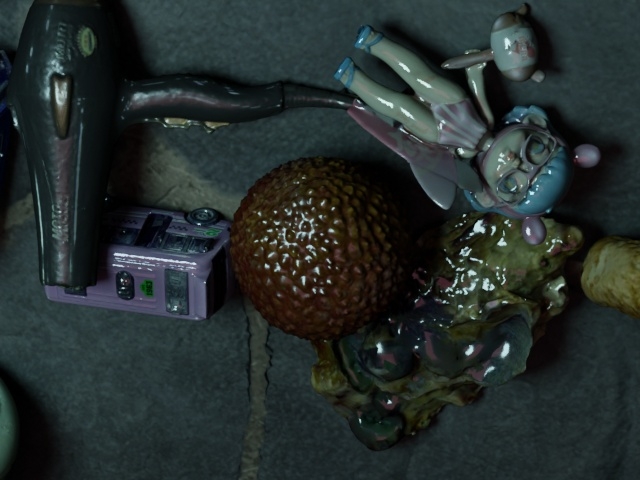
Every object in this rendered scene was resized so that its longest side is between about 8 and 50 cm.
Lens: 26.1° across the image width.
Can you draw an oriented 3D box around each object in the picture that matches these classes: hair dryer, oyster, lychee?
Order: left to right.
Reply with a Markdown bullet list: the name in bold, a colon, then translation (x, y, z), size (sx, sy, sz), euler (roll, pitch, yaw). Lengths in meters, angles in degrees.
- **hair dryer**: translation (-0.129, -0.099, 1.363), size (0.359, 0.120, 0.304), euler (-1, 97, -1)
- **lychee**: translation (-0.002, 0.005, 1.358), size (0.194, 0.194, 0.194), euler (6, 122, 10)
- **oyster**: translation (0.138, 0.103, 1.449), size (0.361, 0.096, 0.221), euler (-24, 120, 27)

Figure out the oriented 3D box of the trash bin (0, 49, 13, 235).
- **trash bin**: translation (-0.413, -0.089, 1.419), size (0.184, 0.162, 0.234), euler (20, 129, 10)

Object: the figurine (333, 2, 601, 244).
- **figurine**: translation (0.143, -0.127, 1.313), size (0.260, 0.103, 0.205), euler (33, 86, -6)

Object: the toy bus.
- **toy bus**: translation (-0.190, 0.021, 1.460), size (0.198, 0.108, 0.096), euler (7, 122, 9)

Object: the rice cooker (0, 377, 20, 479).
- **rice cooker**: translation (-0.496, 0.273, 1.590), size (0.288, 0.288, 0.277), euler (21, 123, 0)

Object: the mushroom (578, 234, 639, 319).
- **mushroom**: translation (0.389, 0.063, 1.274), size (0.267, 0.267, 0.254), euler (42, 121, -13)

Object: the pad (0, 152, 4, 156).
- **pad**: translation (-0.288, -0.251, 1.299), size (0.250, 0.055, 0.323), euler (-25, 80, 25)
